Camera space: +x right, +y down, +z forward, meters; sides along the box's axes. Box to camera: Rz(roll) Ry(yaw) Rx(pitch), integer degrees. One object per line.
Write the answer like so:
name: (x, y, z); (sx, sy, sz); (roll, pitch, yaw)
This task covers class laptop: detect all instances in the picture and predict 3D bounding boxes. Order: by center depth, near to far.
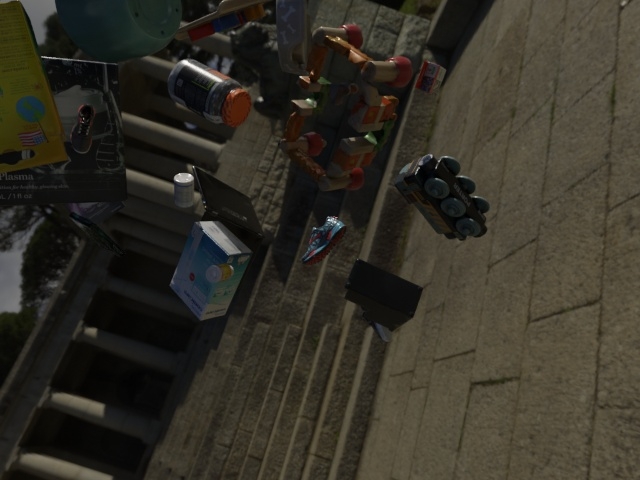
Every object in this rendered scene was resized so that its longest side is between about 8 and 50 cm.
laptop: (-0.459, -0.048, 2.095); (0.236, 0.382, 0.408); (-35, 58, 17)

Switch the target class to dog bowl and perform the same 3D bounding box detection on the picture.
dog bowl: (-0.094, -0.779, 1.716); (0.349, 0.102, 0.350); (0, -90, -88)

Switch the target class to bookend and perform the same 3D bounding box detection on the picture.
bookend: (0.123, 0.126, 1.049); (0.157, 0.156, 0.073); (109, -175, -67)

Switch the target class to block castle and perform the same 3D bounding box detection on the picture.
block castle: (0.077, -0.402, 1.477); (0.212, 0.303, 0.454); (-18, -38, -43)

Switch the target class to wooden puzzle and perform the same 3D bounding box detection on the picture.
wooden puzzle: (-0.359, -0.864, 1.840); (0.322, 0.347, 0.081); (-40, -63, -38)

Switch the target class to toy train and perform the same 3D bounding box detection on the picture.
toy train: (0.383, -0.128, 1.475); (0.190, 0.334, 0.142); (-10, 42, 52)

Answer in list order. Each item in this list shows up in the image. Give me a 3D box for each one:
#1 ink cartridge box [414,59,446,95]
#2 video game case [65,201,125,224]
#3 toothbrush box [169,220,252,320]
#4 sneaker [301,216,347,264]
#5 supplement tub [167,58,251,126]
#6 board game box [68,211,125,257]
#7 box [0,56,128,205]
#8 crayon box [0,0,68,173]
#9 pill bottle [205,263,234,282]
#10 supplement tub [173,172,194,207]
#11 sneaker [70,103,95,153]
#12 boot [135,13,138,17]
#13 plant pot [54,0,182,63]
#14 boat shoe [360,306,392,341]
ink cartridge box: (0.248, -0.363, 1.057); (0.115, 0.029, 0.063); (-24, -45, -62)
video game case: (-1.022, -0.207, 2.055); (0.196, 0.274, 0.026); (-36, 21, -9)
toothbrush box: (-0.407, 0.107, 1.733); (0.126, 0.216, 0.296); (-6, -50, -53)
sneaker: (0.000, 0.000, 2.159); (0.262, 0.125, 0.104); (-46, -27, 7)
supplement tub: (-0.271, -0.360, 1.163); (0.117, 0.190, 0.117); (-49, -21, -26)
board game box: (-0.778, -0.019, 1.644); (0.026, 0.126, 0.186); (-55, -30, -23)
box: (-0.949, -0.365, 1.628); (0.297, 0.479, 0.473); (11, 105, 59)
crayon box: (-0.644, -0.287, 0.929); (0.081, 0.202, 0.319); (178, 77, -70)
pill bottle: (-0.248, 0.080, 1.175); (0.083, 0.043, 0.044); (-7, -63, -73)
supplement tub: (-0.490, -0.181, 1.695); (0.071, 0.070, 0.107); (-74, -4, -53)
sneaker: (-0.734, -0.350, 1.454); (0.064, 0.061, 0.158); (-3, 82, 61)
boot: (-0.806, -0.899, 1.710); (0.378, 0.283, 0.138); (81, -172, -47)
plant pot: (-0.533, -0.653, 1.317); (0.293, 0.234, 0.294); (-26, -59, -53)
boat shoe: (0.168, 0.240, 1.582); (0.076, 0.229, 0.080); (-17, 17, 33)
